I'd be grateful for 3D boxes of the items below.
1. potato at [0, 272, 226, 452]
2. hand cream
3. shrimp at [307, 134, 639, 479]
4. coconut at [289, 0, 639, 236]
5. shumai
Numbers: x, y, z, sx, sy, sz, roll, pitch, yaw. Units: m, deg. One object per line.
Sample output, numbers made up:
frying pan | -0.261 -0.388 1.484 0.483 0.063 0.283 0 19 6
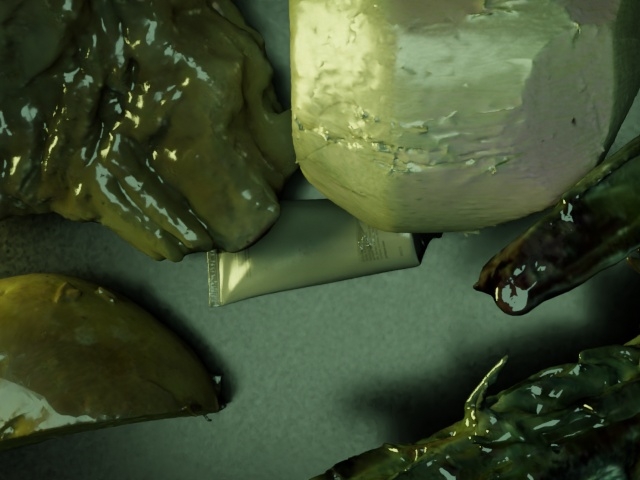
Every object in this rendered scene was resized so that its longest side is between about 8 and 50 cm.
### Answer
potato | -0.200 0.084 0.629 0.243 0.098 0.138 -10 74 -8
hand cream | 0.000 0.000 0.649 0.186 0.054 0.087 -6 80 13
shrimp | 0.161 0.069 0.516 0.445 0.085 0.272 -24 126 -14
coconut | 0.097 -0.112 0.546 0.231 0.227 0.227 0 90 2
shumai | -0.164 -0.119 0.635 0.283 0.217 0.346 28 105 -25
